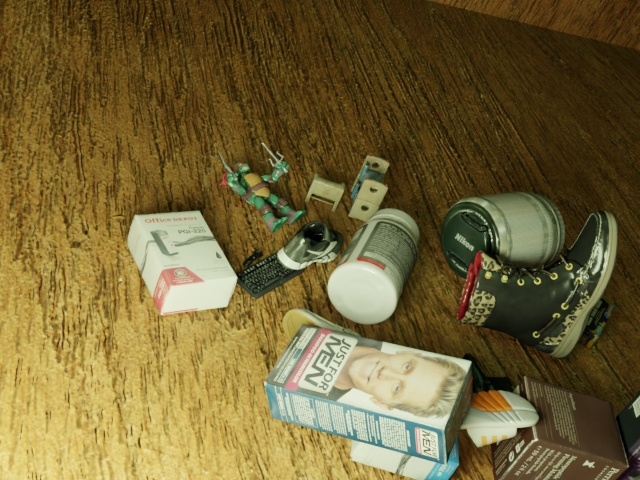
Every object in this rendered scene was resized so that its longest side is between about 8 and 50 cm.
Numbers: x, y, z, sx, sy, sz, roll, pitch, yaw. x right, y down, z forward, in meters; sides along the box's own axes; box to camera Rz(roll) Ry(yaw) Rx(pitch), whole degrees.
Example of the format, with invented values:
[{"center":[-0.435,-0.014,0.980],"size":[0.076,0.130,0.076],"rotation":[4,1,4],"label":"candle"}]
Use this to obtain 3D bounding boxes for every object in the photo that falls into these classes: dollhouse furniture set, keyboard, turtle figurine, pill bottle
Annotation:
[{"center":[0.072,-0.156,2.162],"size":[0.183,0.129,0.129],"rotation":[19,37,-8],"label":"dollhouse furniture set"},{"center":[-0.124,0.062,1.874],"size":[0.108,0.023,0.180],"rotation":[39,38,19],"label":"keyboard"},{"center":[-0.147,-0.133,2.024],"size":[0.175,0.118,0.234],"rotation":[-32,78,-32],"label":"turtle figurine"},{"center":[0.133,0.051,1.916],"size":[0.161,0.161,0.283],"rotation":[28,37,4],"label":"pill bottle"}]

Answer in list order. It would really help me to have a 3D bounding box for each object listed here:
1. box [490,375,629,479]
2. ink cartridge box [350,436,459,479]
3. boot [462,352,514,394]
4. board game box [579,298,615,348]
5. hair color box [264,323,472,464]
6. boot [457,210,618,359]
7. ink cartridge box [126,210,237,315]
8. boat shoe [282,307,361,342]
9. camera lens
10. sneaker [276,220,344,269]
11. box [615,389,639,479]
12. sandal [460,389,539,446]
[{"center":[0.468,0.406,1.661],"size":[0.203,0.168,0.167],"rotation":[18,37,-9],"label":"box"},{"center":[0.163,0.375,1.603],"size":[0.190,0.082,0.139],"rotation":[19,37,-9],"label":"ink cartridge box"},{"center":[0.370,0.307,1.832],"size":[0.099,0.045,0.121],"rotation":[7,47,-18],"label":"boot"},{"center":[0.670,0.185,2.149],"size":[0.141,0.048,0.170],"rotation":[34,38,16],"label":"board game box"},{"center":[0.091,0.276,1.535],"size":[0.347,0.105,0.174],"rotation":[10,41,23],"label":"hair color box"},{"center":[0.502,0.080,1.934],"size":[0.284,0.377,0.138],"rotation":[15,24,-3],"label":"boot"},{"center":[-0.293,0.041,1.747],"size":[0.158,0.092,0.218],"rotation":[-6,44,-34],"label":"ink cartridge box"},{"center":[0.046,0.228,1.711],"size":[0.277,0.098,0.096],"rotation":[39,38,4],"label":"boat shoe"},{"center":[0.463,-0.012,2.129],"size":[0.274,0.219,0.219],"rotation":[-9,48,-36],"label":"camera lens"},{"center":[0.000,0.000,1.933],"size":[0.078,0.106,0.234],"rotation":[46,31,17],"label":"sneaker"},{"center":[0.674,0.428,1.673],"size":[0.184,0.261,0.103],"rotation":[17,37,-10],"label":"box"},{"center":[0.277,0.347,1.580],"size":[0.265,0.076,0.102],"rotation":[-3,26,-2],"label":"sandal"}]
